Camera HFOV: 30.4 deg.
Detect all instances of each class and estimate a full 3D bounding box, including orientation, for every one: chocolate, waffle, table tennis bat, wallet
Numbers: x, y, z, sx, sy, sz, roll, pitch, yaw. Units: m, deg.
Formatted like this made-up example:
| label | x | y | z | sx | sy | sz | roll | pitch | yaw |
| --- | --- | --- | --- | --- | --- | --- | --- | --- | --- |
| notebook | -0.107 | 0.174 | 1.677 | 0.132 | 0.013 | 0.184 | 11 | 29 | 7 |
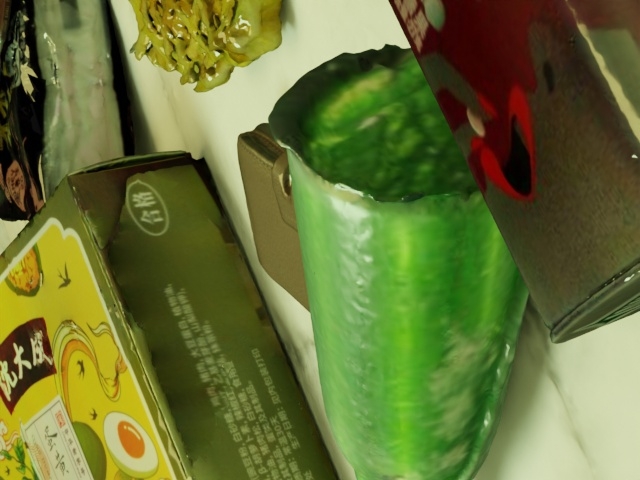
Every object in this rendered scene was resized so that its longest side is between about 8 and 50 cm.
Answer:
| label | x | y | z | sx | sy | sz | roll | pitch | yaw |
| --- | --- | --- | --- | --- | --- | --- | --- | --- | --- |
| chocolate | 0.044 | 0.051 | 0.552 | 0.110 | 0.110 | 0.291 | 54 | 157 | 41 |
| waffle | -0.095 | -0.215 | 0.743 | 0.254 | 0.052 | 0.245 | 16 | 122 | 66 |
| table tennis bat | -0.305 | -0.185 | 1.102 | 0.095 | 0.014 | 0.158 | -39 | 47 | 52 |
| wallet | 0.000 | 0.000 | 0.708 | 0.152 | 0.038 | 0.118 | 43 | 149 | 47 |

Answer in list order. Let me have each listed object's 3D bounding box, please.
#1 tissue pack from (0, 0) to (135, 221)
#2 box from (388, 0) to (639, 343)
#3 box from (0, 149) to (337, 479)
| label | x | y | z | sx | sy | sz | roll | pitch | yaw |
| --- | --- | --- | --- | --- | --- | --- | --- | --- | --- |
| tissue pack | -0.280 | -0.138 | 1.224 | 0.332 | 0.123 | 0.245 | -176 | 79 | -66 |
| box | 0.070 | -0.089 | 0.383 | 0.120 | 0.069 | 0.224 | 123 | 127 | -67 |
| box | -0.162 | 0.191 | 1.015 | 0.373 | 0.138 | 0.420 | -38 | 72 | 48 |
